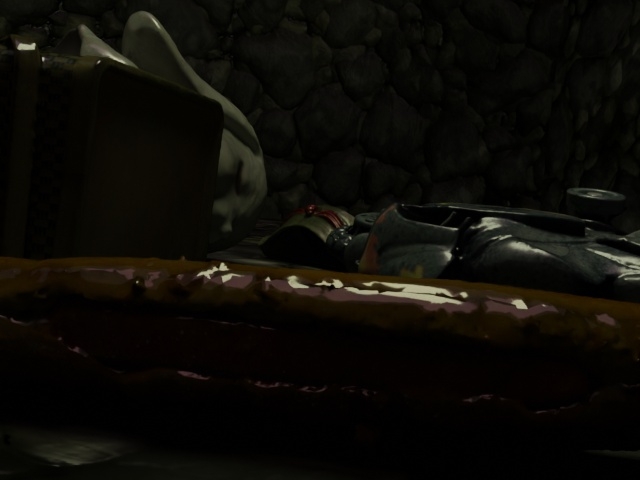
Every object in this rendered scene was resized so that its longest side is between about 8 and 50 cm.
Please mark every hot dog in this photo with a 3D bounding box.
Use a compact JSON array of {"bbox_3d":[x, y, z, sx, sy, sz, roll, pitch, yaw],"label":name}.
[{"bbox_3d":[-0.001,0.040,0.344,0.285,0.061,0.088,5,-1,9],"label":"hot dog"}]

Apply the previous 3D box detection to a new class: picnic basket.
[{"bbox_3d":[-0.177,-0.046,0.672,0.139,0.165,0.266,8,4,13],"label":"picnic basket"}]

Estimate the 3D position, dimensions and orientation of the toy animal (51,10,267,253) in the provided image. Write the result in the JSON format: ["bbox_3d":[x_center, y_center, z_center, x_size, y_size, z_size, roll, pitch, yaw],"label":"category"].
[{"bbox_3d":[-0.176,-0.084,0.972,0.264,0.272,0.206,19,21,-32],"label":"toy animal"}]

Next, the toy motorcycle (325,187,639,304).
[{"bbox_3d":[0.138,0.028,0.582,0.307,0.108,0.173,8,12,18],"label":"toy motorcycle"}]

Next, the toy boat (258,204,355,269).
[{"bbox_3d":[0.000,-0.001,1.154,0.185,0.071,0.089,9,-39,49],"label":"toy boat"}]
